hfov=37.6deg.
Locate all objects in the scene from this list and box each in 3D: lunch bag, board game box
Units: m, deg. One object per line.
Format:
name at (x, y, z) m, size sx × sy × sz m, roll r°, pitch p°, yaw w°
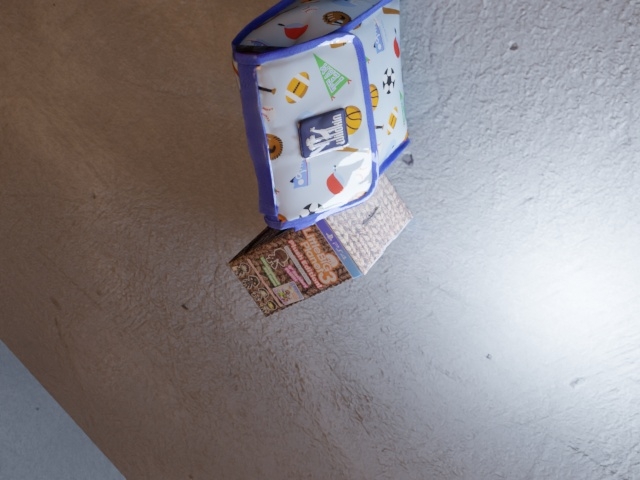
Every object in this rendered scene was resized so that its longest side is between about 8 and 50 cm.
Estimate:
lunch bag at (-0.001, -0.239, 1.638) m, size 0.239 × 0.385 × 0.327 m, roll 10°, pitch 123°, yaw 28°
board game box at (0.000, 0.000, 1.903) m, size 0.291 × 0.232 × 0.141 m, roll -26°, pitch 103°, yaw 41°
